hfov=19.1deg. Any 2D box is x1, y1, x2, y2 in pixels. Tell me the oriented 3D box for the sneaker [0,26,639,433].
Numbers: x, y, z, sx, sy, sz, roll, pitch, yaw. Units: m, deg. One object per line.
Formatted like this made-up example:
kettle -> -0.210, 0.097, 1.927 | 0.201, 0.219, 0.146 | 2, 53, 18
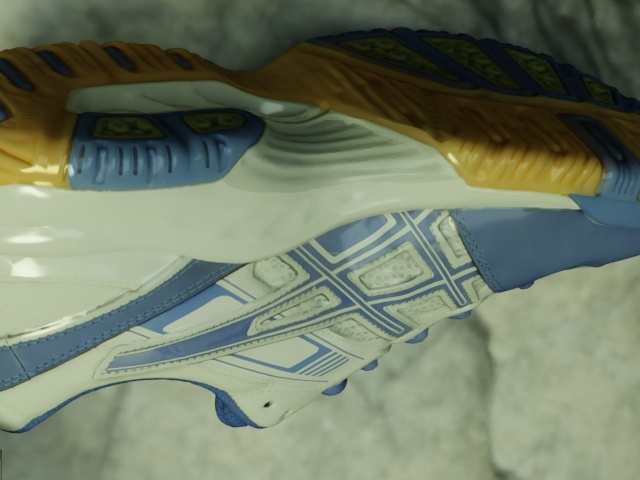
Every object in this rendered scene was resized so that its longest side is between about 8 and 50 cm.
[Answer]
sneaker -> 0.000, 0.000, 0.693 | 0.296, 0.112, 0.131 | -1, 119, -23
